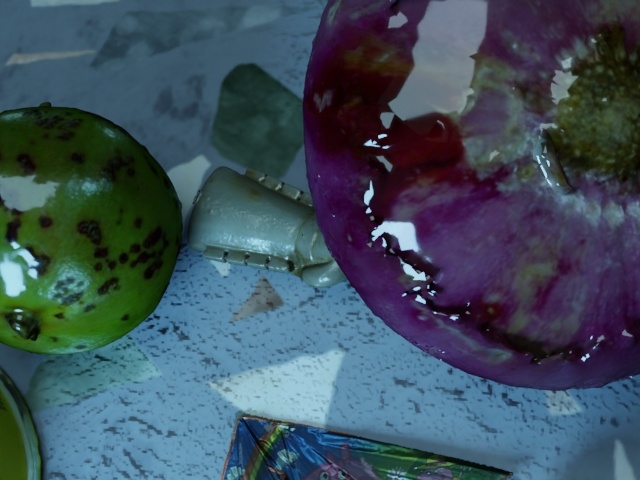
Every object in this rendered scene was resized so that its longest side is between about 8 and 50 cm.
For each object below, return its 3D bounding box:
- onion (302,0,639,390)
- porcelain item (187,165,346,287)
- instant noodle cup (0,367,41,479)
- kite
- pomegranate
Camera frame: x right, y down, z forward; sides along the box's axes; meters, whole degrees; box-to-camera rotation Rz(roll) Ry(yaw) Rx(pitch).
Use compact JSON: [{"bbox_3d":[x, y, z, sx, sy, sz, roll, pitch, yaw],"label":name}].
[{"bbox_3d":[0.163,-0.069,1.209,0.358,0.345,0.358,-2,74,5],"label":"onion"},{"bbox_3d":[0.000,0.000,1.363,0.213,0.054,0.084,16,78,27],"label":"porcelain item"},{"bbox_3d":[-0.414,0.182,1.334,0.326,0.254,0.325,-8,65,17],"label":"instant noodle cup"},{"bbox_3d":[-0.017,0.220,1.298,0.321,0.016,0.234,-36,61,4],"label":"kite"},{"bbox_3d":[-0.213,-0.027,1.383,0.211,0.211,0.263,-12,44,16],"label":"pomegranate"}]
